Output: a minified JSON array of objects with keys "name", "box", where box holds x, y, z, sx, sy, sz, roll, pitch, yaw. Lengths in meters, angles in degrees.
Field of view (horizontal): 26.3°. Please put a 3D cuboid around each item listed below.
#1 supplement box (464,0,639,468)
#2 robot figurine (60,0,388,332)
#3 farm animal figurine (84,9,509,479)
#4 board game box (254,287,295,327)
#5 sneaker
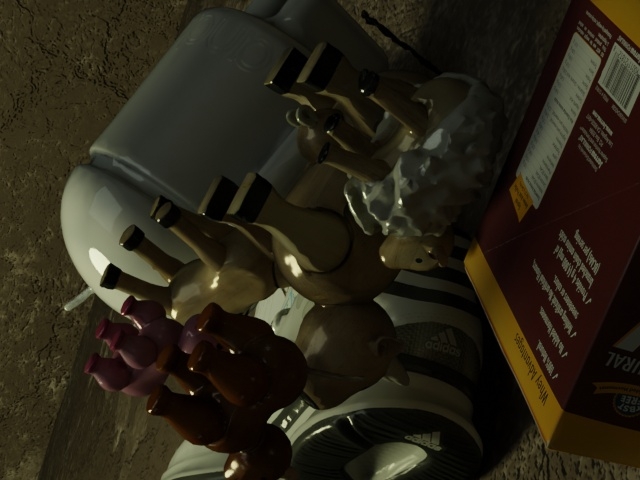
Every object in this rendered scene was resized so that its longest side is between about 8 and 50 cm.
[{"name":"supplement box","box":[0.182,-0.013,0.691,0.191,0.129,0.194,-104,31,-63]},{"name":"robot figurine","box":[-0.092,-0.063,1.217,0.353,0.200,0.300,-54,25,-12]},{"name":"farm animal figurine","box":[-0.005,0.015,0.926,0.327,0.172,0.330,-57,21,9]},{"name":"board game box","box":[0.000,0.000,1.387,0.193,0.053,0.305,-172,94,-71]},{"name":"sneaker","box":[0.009,0.111,1.180,0.447,0.169,0.257,-36,35,53]}]
